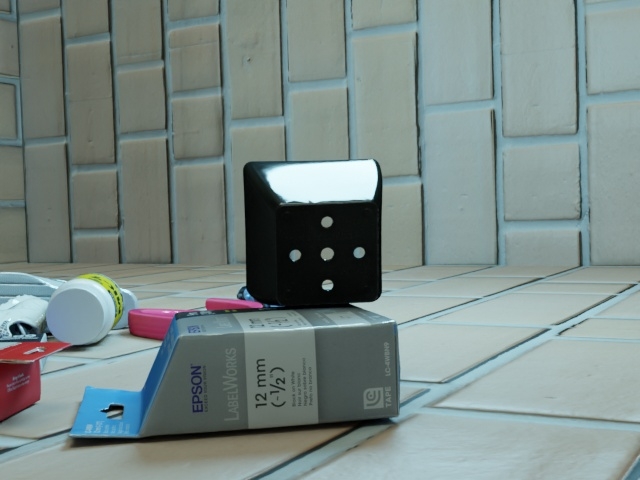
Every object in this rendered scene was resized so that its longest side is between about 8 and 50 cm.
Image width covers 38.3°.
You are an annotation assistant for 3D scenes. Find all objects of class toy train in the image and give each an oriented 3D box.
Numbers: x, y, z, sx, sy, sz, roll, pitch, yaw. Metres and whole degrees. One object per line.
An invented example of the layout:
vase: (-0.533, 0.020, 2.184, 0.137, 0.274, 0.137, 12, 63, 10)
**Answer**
toy train: (-0.118, 0.119, 2.094, 0.105, 0.080, 0.184, -10, 7, -33)

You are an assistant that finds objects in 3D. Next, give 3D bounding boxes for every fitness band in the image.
fitness band: (-0.237, 0.151, 1.745, 0.209, 0.054, 0.290, -8, 5, -43)

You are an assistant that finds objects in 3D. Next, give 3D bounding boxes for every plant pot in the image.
plant pot: (0.000, 0.000, 1.190, 0.188, 0.188, 0.167, -2, 13, -8)

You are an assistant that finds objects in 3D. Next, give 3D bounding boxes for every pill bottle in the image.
pill bottle: (-0.423, 0.124, 1.655, 0.119, 0.119, 0.208, -2, 3, -6)

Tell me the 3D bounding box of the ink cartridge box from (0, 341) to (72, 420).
ink cartridge box: (-0.424, 0.167, 1.087, 0.231, 0.078, 0.134, -2, 3, 7)

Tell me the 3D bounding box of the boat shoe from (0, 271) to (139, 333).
boat shoe: (-0.533, 0.135, 1.817, 0.335, 0.121, 0.119, 9, -10, -23)

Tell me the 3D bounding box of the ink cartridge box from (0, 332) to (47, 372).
ink cartridge box: (-0.527, 0.175, 1.411, 0.206, 0.045, 0.208, -3, 1, -13)

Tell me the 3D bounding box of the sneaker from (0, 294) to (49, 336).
sneaker: (-0.531, 0.155, 1.634, 0.094, 0.090, 0.235, 12, 9, 13)

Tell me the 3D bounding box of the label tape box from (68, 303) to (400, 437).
label tape box: (-0.105, 0.141, 1.069, 0.347, 0.115, 0.249, -1, 1, -10)
